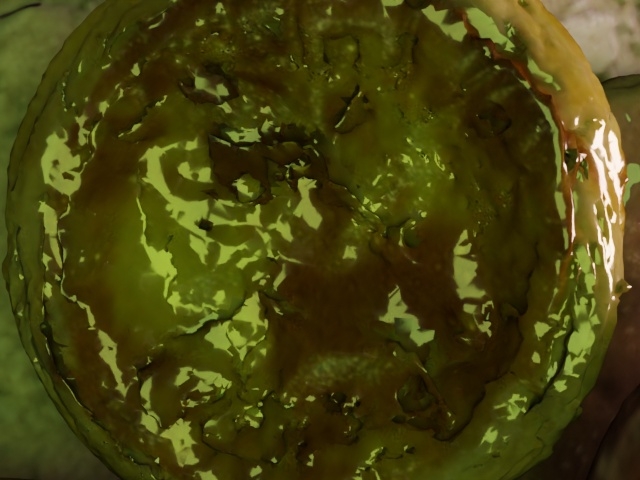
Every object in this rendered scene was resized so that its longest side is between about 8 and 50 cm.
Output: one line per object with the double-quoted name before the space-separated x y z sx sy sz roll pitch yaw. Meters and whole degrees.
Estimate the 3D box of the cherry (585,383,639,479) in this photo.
"cherry" 0.262 0.171 0.696 0.326 0.291 0.335 -8 106 -5

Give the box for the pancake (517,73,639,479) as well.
"pancake" 0.191 0.056 0.841 0.294 0.049 0.294 -1 95 -9

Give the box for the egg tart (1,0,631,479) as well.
"egg tart" 0.000 0.000 0.757 0.290 0.115 0.290 1 97 12

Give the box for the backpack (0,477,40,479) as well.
"backpack" -0.125 0.307 0.738 0.353 0.201 0.378 30 96 -14
